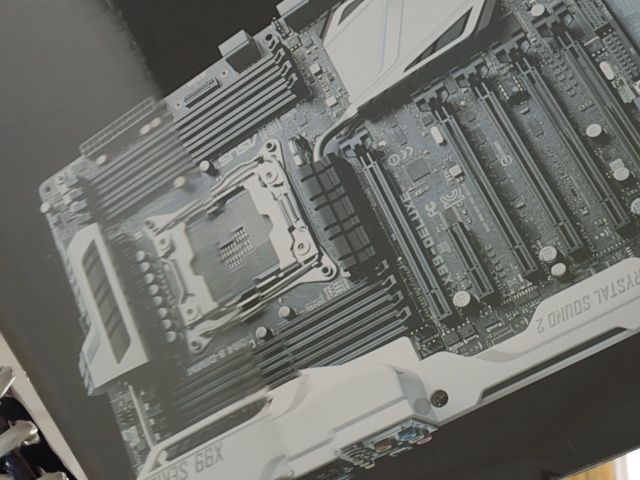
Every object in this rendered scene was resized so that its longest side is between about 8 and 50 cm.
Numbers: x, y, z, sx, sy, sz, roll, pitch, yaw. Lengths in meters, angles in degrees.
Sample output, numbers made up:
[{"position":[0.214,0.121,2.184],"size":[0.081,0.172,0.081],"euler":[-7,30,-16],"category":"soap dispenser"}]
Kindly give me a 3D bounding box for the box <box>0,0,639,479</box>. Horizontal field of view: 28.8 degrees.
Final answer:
[{"position":[0.000,-0.067,0.356],"size":[0.242,0.307,0.076],"euler":[-23,-162,7],"category":"box"}]

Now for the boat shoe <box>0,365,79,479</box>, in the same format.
[{"position":[-0.126,0.118,0.449],"size":[0.127,0.158,0.340],"euler":[-20,-171,-35],"category":"boat shoe"}]
